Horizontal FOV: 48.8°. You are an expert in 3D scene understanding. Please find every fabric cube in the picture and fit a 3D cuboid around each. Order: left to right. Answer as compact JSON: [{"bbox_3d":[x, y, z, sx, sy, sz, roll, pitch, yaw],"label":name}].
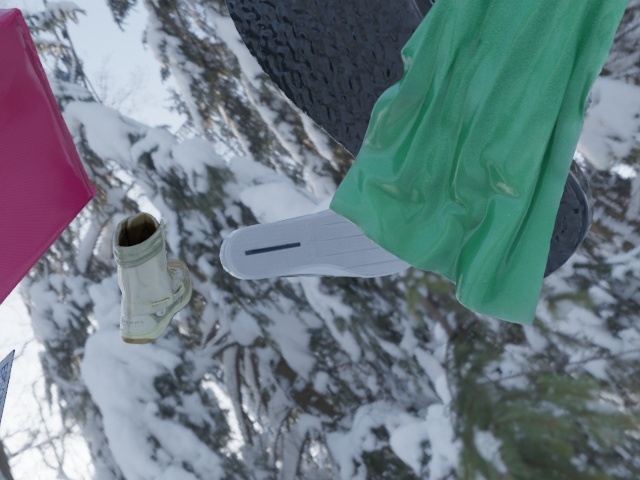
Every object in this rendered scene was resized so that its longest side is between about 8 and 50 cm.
[{"bbox_3d":[-0.436,-0.075,0.726,0.254,0.259,0.258,83,-154,-44],"label":"fabric cube"}]

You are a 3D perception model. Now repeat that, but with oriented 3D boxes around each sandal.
[{"bbox_3d":[0.065,-0.152,0.634,0.167,0.446,0.107,-38,-2,31],"label":"sandal"}]

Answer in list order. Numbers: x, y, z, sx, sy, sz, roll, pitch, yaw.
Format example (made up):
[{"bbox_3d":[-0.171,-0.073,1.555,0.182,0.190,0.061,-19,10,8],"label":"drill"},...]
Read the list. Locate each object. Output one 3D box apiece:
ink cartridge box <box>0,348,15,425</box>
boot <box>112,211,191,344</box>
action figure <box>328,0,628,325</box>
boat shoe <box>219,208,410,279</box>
[{"bbox_3d":[-0.485,0.311,0.817,0.307,0.072,0.304,-75,6,-66],"label":"ink cartridge box"},{"bbox_3d":[-0.247,0.033,1.047,0.213,0.077,0.165,-74,-16,-65],"label":"boot"},{"bbox_3d":[0.090,-0.083,0.349,0.063,0.137,0.232,-38,-30,-49],"label":"action figure"},{"bbox_3d":[0.000,0.000,1.144,0.335,0.119,0.121,-2,-87,-15],"label":"boat shoe"}]
